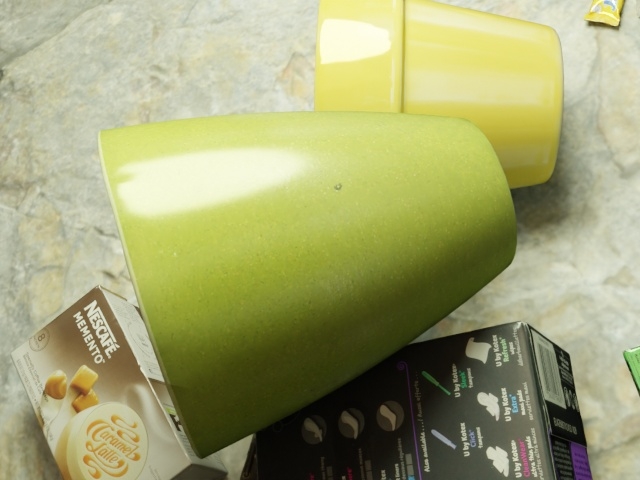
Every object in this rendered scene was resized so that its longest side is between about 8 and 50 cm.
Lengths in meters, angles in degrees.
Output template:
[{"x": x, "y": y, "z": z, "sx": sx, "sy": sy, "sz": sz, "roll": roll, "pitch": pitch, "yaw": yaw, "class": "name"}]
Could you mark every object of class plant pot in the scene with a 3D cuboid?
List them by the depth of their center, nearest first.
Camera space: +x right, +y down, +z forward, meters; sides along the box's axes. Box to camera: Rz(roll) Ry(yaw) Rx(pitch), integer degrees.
[{"x": 0.000, "y": 0.000, "z": 0.694, "sx": 0.293, "sy": 0.275, "sz": 0.274, "roll": -18, "pitch": 63, "yaw": -8, "class": "plant pot"}, {"x": 0.120, "y": -0.142, "z": 0.873, "sx": 0.239, "sy": 0.254, "sz": 0.254, "roll": 2, "pitch": 70, "yaw": 5, "class": "plant pot"}]

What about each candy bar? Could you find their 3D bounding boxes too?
[{"x": 0.350, "y": -0.322, "z": 0.974, "sx": 0.040, "sy": 0.018, "sz": 0.161, "roll": 15, "pitch": 76, "yaw": 24, "class": "candy bar"}]

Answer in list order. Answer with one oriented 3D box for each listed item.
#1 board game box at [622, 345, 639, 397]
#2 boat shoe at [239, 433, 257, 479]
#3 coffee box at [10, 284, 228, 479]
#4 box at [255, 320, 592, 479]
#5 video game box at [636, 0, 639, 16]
[{"x": 0.317, "y": 0.177, "z": 0.554, "sx": 0.136, "sy": 0.030, "sz": 0.259, "roll": -20, "pitch": 68, "yaw": 15, "class": "board game box"}, {"x": -0.066, "y": 0.292, "z": 0.856, "sx": 0.073, "sy": 0.080, "sz": 0.223, "roll": 7, "pitch": 67, "yaw": 28, "class": "boat shoe"}, {"x": -0.230, "y": 0.194, "z": 0.939, "sx": 0.141, "sy": 0.098, "sz": 0.246, "roll": -36, "pitch": 62, "yaw": 4, "class": "coffee box"}, {"x": 0.093, "y": 0.182, "z": 0.766, "sx": 0.270, "sy": 0.165, "sz": 0.143, "roll": -16, "pitch": 65, "yaw": 24, "class": "box"}, {"x": 0.482, "y": -0.288, "z": 0.895, "sx": 0.187, "sy": 0.048, "sz": 0.205, "roll": 40, "pitch": 86, "yaw": 26, "class": "video game box"}]
